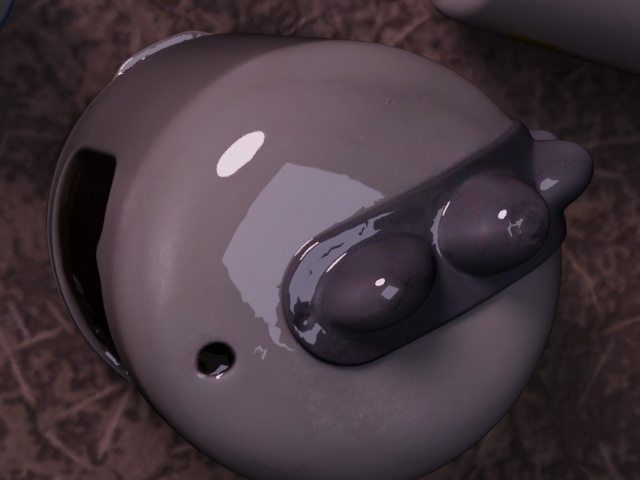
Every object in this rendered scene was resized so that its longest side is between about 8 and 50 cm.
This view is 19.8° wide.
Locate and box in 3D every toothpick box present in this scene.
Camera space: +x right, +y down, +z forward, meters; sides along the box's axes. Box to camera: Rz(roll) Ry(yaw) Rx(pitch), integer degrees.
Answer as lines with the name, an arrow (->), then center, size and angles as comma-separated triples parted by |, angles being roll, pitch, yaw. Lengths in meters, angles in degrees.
toothpick box -> 0.000, 0.000, 0.874 | 0.229, 0.316, 0.229 | -2, 96, -15

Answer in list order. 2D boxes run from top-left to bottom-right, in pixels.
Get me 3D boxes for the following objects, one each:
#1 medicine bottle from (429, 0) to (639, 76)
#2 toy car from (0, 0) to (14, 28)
medicine bottle -> 0.241, -0.175, 0.973 | 0.339, 0.208, 0.208 | 14, 93, -16
toy car -> -0.292, -0.114, 0.866 | 0.314, 0.198, 0.166 | -32, 71, -11
